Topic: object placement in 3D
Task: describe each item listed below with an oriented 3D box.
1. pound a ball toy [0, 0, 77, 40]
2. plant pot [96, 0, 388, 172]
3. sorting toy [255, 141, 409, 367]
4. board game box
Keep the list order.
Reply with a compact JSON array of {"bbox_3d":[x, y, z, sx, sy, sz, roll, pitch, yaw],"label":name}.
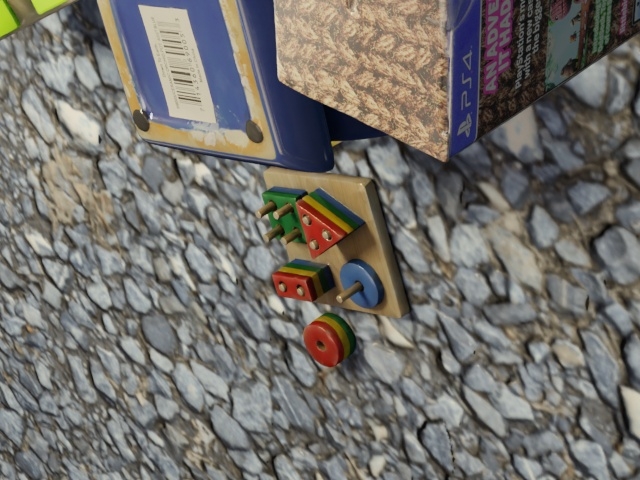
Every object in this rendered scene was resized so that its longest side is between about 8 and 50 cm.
[{"bbox_3d":[-0.355,-0.329,1.798,0.208,0.136,0.319,-25,99,19],"label":"pound a ball toy"},{"bbox_3d":[-0.035,-0.182,1.492,0.236,0.212,0.236,12,126,44],"label":"plant pot"},{"bbox_3d":[0.000,0.000,1.740,0.132,0.046,0.274,10,124,46],"label":"sorting toy"},{"bbox_3d":[0.117,-0.227,1.203,0.141,0.291,0.232,28,136,34],"label":"board game box"}]
